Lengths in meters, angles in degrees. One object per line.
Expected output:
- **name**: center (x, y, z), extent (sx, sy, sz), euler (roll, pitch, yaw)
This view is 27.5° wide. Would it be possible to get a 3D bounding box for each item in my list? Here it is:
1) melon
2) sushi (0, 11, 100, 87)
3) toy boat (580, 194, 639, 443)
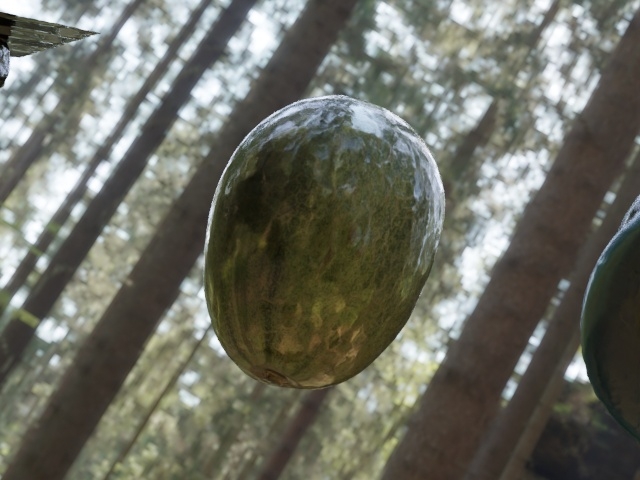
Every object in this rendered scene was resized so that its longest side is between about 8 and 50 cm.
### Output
- **melon**: center (0.000, 0.000, 1.385), extent (0.248, 0.329, 0.248), euler (15, -28, 8)
- **sushi**: center (-0.418, -0.190, 1.301), extent (0.320, 0.069, 0.339), euler (8, -1, -28)
- **toy boat**: center (0.228, -0.008, 0.485), extent (0.134, 0.299, 0.092), euler (50, 20, -3)
